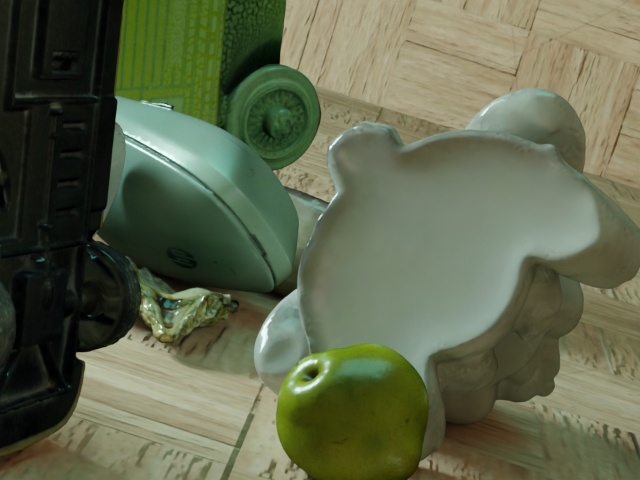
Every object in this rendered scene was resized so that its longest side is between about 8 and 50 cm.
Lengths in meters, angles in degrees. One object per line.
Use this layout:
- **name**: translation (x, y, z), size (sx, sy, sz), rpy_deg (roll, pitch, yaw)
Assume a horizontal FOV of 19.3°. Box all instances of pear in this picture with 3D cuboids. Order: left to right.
- **pear**: translation (0.019, 0.106, 1.115), size (0.097, 0.092, 0.092), rpy_deg (59, -9, -26)

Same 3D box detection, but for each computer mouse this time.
- **computer mouse**: translation (-0.137, -0.031, 1.494), size (0.288, 0.097, 0.159), rpy_deg (15, -30, 42)

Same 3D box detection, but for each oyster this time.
- **oyster**: translation (-0.101, 0.040, 1.353), size (0.121, 0.045, 0.146), rpy_deg (5, 9, -40)

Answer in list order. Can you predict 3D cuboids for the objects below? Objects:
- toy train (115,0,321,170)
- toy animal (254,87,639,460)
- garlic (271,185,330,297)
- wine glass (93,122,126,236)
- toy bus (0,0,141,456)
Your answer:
- **toy train**: translation (-0.135, -0.234, 1.729), size (0.272, 0.442, 0.179), rpy_deg (-6, 22, -33)
- **toy animal**: translation (0.089, 0.023, 1.300), size (0.206, 0.271, 0.265), rpy_deg (46, 4, 12)
- **garlic**: translation (0.007, 0.004, 1.587), size (0.198, 0.090, 0.128), rpy_deg (15, 11, 7)
- **wine glass**: translation (-0.258, -0.073, 1.392), size (0.196, 0.165, 0.165), rpy_deg (24, 12, 17)
- **toy bus**: translation (-0.201, -0.079, 0.965), size (0.202, 0.365, 0.177), rpy_deg (8, 6, 19)
